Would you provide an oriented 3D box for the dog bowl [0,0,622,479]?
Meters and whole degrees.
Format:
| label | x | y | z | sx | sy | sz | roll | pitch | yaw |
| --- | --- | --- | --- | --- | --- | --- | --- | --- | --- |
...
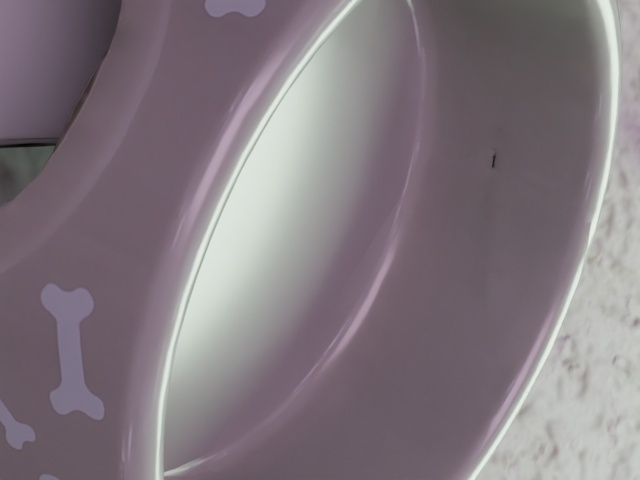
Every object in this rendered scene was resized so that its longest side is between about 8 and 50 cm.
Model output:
| label | x | y | z | sx | sy | sz | roll | pitch | yaw |
| --- | --- | --- | --- | --- | --- | --- | --- | --- | --- |
| dog bowl | 0.000 | 0.000 | 0.593 | 0.349 | 0.102 | 0.348 | -37 | 139 | -40 |

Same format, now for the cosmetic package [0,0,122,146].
| label | x | y | z | sx | sy | sz | roll | pitch | yaw |
| --- | --- | --- | --- | --- | --- | --- | --- | --- | --- |
| cosmetic package | -0.199 | -0.143 | 0.563 | 0.225 | 0.138 | 0.224 | -3 | 94 | -28 |
